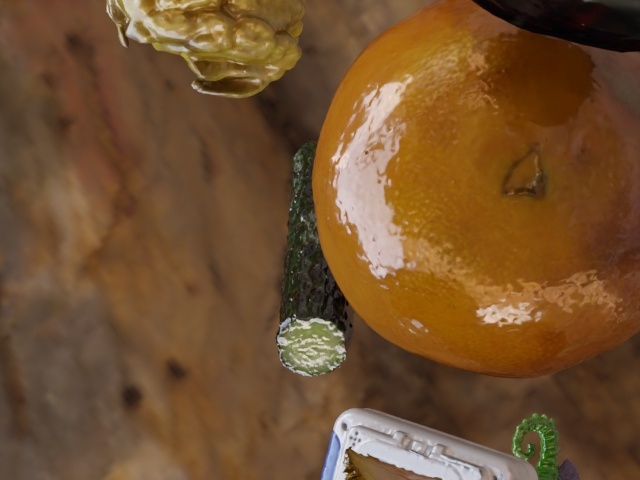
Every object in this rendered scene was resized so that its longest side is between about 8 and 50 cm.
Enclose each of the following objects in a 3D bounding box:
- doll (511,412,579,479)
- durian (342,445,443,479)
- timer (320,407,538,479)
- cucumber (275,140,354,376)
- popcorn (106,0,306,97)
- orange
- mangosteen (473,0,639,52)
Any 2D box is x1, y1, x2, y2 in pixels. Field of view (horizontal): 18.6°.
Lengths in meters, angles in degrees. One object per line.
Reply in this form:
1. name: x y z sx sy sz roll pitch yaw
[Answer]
1. doll: 0.242 0.290 2.198 0.115 0.190 0.050 13 171 -35
2. durian: 0.117 0.242 1.270 0.250 0.138 0.183 19 175 17
3. timer: 0.101 0.290 2.095 0.253 0.178 0.078 14 180 39
4. cucumber: 0.000 0.000 1.647 0.067 0.067 0.293 55 -158 -30
5. popcorn: -0.120 -0.272 2.226 0.250 0.190 0.250 25 -165 -7
6. orange: 0.125 -0.038 1.288 0.261 0.261 0.261 55 180 0
7. mangosteen: 0.179 -0.258 1.044 0.330 0.330 0.330 55 180 0
